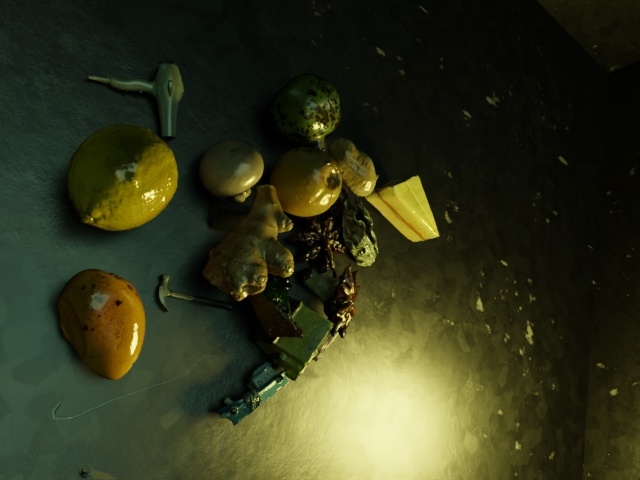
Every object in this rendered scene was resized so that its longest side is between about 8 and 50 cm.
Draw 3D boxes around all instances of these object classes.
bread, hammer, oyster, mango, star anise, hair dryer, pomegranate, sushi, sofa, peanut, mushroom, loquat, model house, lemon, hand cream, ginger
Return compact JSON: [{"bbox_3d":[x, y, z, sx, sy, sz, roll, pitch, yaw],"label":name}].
[{"bbox_3d":[0.310,-0.099,2.117,0.163,0.167,0.264,-25,95,-36],"label":"bread"},{"bbox_3d":[-0.364,0.179,1.655,0.246,0.029,0.103,20,68,-32],"label":"hammer"},{"bbox_3d":[0.136,-0.022,1.960,0.112,0.198,0.268,-14,99,6],"label":"oyster"},{"bbox_3d":[-0.546,0.211,1.439,0.191,0.159,0.291,-17,94,-46],"label":"mango"},{"bbox_3d":[0.000,0.000,1.900,0.220,0.125,0.190,25,62,-26],"label":"star anise"},{"bbox_3d":[-0.523,-0.400,1.660,0.267,0.092,0.229,-20,97,-23],"label":"hair dryer"},{"bbox_3d":[-0.045,-0.422,1.890,0.254,0.254,0.271,-8,82,-37],"label":"pomegranate"},{"bbox_3d":[0.064,0.201,1.878,0.272,0.102,0.272,10,90,-73],"label":"star anise"},{"bbox_3d":[-0.145,0.167,1.686,0.140,0.287,0.149,-28,136,-3],"label":"sushi"},{"bbox_3d":[-0.274,-0.075,1.762,0.147,0.085,0.060,10,32,-33],"label":"sofa"},{"bbox_3d":[0.111,-0.252,1.924,0.224,0.129,0.129,45,58,-21],"label":"peanut"},{"bbox_3d":[-0.269,-0.204,1.730,0.204,0.204,0.204,9,74,-34],"label":"mushroom"},{"bbox_3d":[-0.054,-0.190,1.833,0.243,0.243,0.244,9,74,-34],"label":"loquat"},{"bbox_3d":[-0.103,0.301,1.768,0.211,0.170,0.194,34,61,6],"label":"model house"},{"bbox_3d":[-0.521,-0.163,1.473,0.268,0.268,0.322,56,42,-12],"label":"lemon"},{"bbox_3d":[0.013,0.167,1.916,0.235,0.055,0.086,42,63,-30],"label":"hand cream"},{"bbox_3d":[-0.178,0.000,1.632,0.376,0.236,0.166,-63,145,-16],"label":"ginger"}]

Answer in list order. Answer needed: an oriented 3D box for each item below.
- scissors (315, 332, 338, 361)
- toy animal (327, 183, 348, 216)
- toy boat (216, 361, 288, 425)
[{"bbox_3d":[0.034,0.335,1.890,0.022,0.085,0.176,30,43,15],"label":"scissors"},{"bbox_3d":[0.067,-0.196,2.022,0.186,0.093,0.215,-15,96,-33],"label":"toy animal"},{"bbox_3d":[-0.208,0.452,1.664,0.237,0.109,0.098,-33,79,-39],"label":"toy boat"}]
